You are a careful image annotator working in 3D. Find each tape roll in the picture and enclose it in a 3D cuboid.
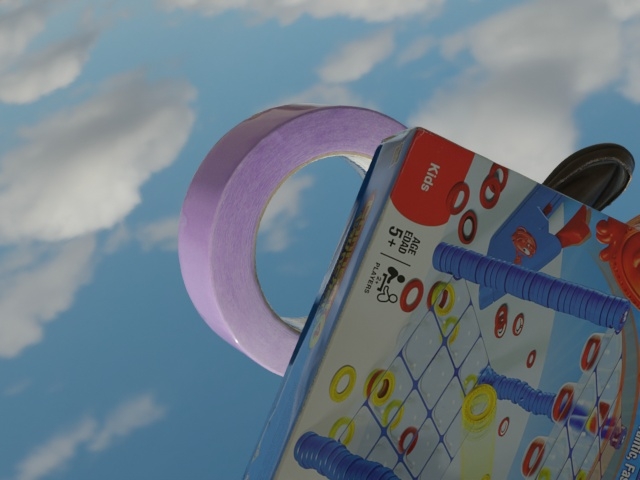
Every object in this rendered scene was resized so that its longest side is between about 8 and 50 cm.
[{"bbox_3d":[0.000,0.000,0.985,0.275,0.275,0.090,-31,-157,-20],"label":"tape roll"}]

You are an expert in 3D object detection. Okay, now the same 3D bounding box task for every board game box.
[{"bbox_3d":[0.125,0.130,0.617,0.086,0.302,0.308,170,-58,-78],"label":"board game box"}]

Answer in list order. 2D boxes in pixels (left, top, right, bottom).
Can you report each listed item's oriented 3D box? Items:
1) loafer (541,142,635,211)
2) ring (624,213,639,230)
[{"bbox_3d":[0.299,-0.032,1.211,0.220,0.080,0.078,-40,-157,22],"label":"loafer"},{"bbox_3d":[0.419,0.074,1.517,0.336,0.032,0.336,-46,180,0],"label":"ring"}]
